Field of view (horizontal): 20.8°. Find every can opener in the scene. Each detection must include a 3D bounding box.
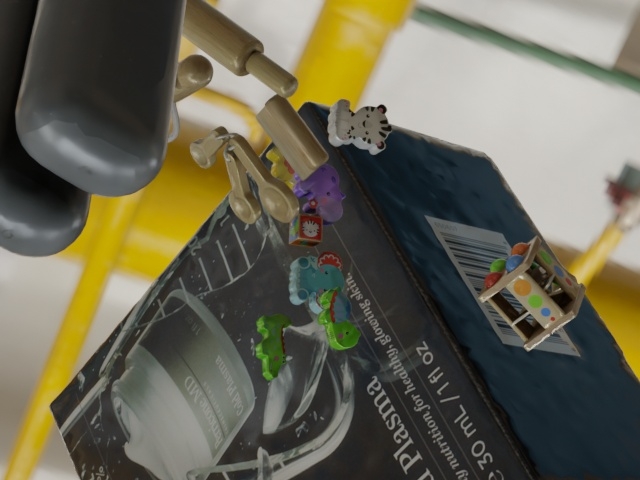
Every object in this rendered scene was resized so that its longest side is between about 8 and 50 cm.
[{"bbox_3d":[-0.059,-0.107,0.582,0.093,0.074,0.280,34,-142,-25],"label":"can opener"}]

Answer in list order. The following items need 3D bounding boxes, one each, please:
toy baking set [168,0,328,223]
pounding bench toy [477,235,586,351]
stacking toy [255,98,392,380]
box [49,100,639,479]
[{"bbox_3d":[-0.096,-0.107,1.294,0.256,0.196,0.030,40,-123,21],"label":"toy baking set"},{"bbox_3d":[0.166,0.032,1.364,0.065,0.052,0.083,47,-152,-6],"label":"pounding bench toy"},{"bbox_3d":[0.000,0.000,1.485,0.052,0.221,0.167,9,165,-20],"label":"stacking toy"},{"bbox_3d":[0.038,0.208,1.725,0.297,0.471,0.480,12,-142,-44],"label":"box"}]
